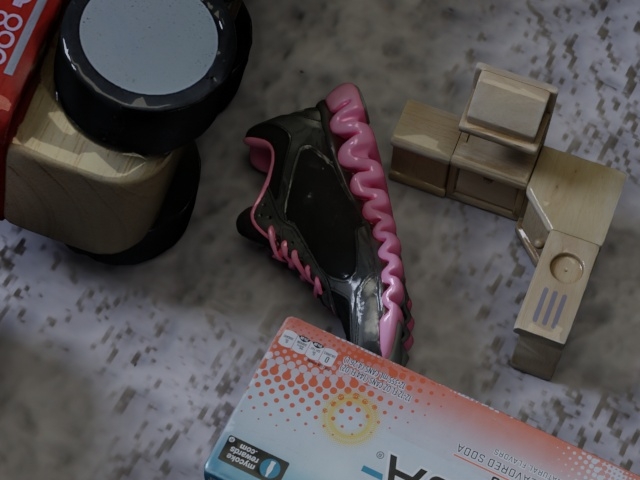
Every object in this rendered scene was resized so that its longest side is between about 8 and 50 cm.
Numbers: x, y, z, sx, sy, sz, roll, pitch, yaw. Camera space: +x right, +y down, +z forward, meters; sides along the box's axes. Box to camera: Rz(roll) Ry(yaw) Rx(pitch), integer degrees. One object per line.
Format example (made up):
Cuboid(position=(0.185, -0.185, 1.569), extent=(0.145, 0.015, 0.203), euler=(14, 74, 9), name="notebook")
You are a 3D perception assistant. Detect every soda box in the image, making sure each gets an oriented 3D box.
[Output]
Cuboid(position=(0.056, 0.096, 0.521), extent=(0.183, 0.058, 0.063), euler=(24, 65, 11), name="soda box")

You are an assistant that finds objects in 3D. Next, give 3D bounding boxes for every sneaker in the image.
Cuboid(position=(0.000, 0.000, 0.581), extent=(0.057, 0.047, 0.119), euler=(-12, 56, 0), name="sneaker")

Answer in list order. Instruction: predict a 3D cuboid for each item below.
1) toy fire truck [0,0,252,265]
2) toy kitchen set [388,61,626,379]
Cuboid(position=(-0.138, -0.122, 0.595), extent=(0.246, 0.158, 0.217), euler=(20, 64, -3), name="toy fire truck")
Cuboid(position=(0.058, -0.010, 0.570), extent=(0.083, 0.068, 0.075), euler=(20, 64, 9), name="toy kitchen set")
